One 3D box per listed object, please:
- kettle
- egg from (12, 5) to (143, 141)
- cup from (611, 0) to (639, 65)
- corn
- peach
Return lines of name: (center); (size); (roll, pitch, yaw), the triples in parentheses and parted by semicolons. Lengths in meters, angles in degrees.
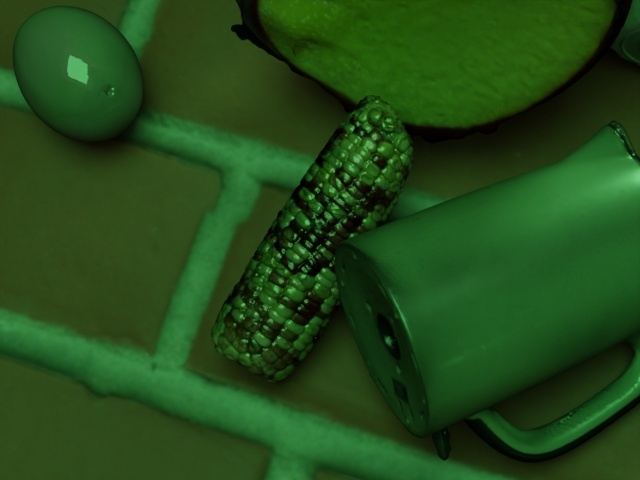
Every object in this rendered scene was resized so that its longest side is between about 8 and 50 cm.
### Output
kettle: (0.165, 0.057, 1.362); (0.255, 0.165, 0.240); (-22, 104, -16)
egg: (-0.212, -0.147, 1.502); (0.103, 0.103, 0.135); (-38, 69, -4)
cup: (0.346, -0.251, 1.430); (0.221, 0.167, 0.202); (5, 77, 11)
corn: (0.000, 0.000, 1.414); (0.086, 0.086, 0.253); (33, 97, 15)
peach: (0.117, -0.239, 1.385); (0.361, 0.258, 0.201); (-15, 40, 43)
